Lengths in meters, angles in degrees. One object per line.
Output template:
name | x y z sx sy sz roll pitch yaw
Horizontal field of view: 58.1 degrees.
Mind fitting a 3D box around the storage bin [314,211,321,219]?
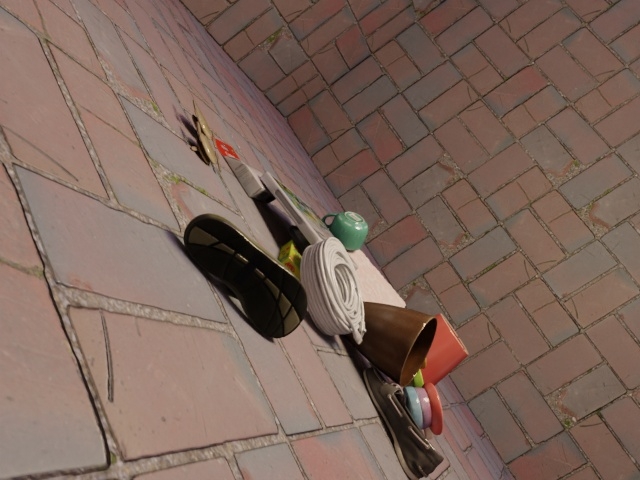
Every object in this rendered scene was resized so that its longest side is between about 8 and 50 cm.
storage bin | 0.000 0.000 2.093 0.180 0.084 0.122 53 9 -20

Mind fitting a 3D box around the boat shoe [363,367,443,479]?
boat shoe | 0.215 0.457 1.502 0.112 0.095 0.335 47 12 -43

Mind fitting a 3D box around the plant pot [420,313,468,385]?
plant pot | 0.435 0.436 2.293 0.275 0.243 0.275 54 9 -13

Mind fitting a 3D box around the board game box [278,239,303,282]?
board game box | -0.071 0.067 1.586 0.092 0.043 0.181 53 9 -12

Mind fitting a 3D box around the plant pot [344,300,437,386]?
plant pot | 0.183 0.268 1.651 0.230 0.215 0.215 25 -6 27

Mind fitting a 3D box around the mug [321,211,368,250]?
mug | 0.088 -0.044 1.998 0.157 0.097 0.129 16 27 -14

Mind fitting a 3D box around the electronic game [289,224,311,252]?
electronic game | -0.015 0.044 1.731 0.229 0.048 0.229 49 5 -6

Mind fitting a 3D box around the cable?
cable | 0.033 0.124 1.531 0.257 0.089 0.257 55 28 -39

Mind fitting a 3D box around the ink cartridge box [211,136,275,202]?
ink cartridge box | -0.232 -0.230 1.798 0.232 0.066 0.189 61 10 8

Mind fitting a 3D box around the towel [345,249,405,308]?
towel | 0.140 0.176 1.950 0.332 0.053 0.317 49 29 -4

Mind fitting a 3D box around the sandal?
sandal | -0.131 0.059 1.079 0.303 0.120 0.086 51 -4 -23

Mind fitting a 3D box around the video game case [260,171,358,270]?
video game case | -0.029 -0.050 1.803 0.300 0.036 0.329 52 8 28

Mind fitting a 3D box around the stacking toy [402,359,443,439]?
stacking toy | 0.267 0.468 1.786 0.280 0.130 0.309 87 -7 -52

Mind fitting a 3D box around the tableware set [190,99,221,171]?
tableware set | -0.320 -0.274 1.542 0.128 0.039 0.194 63 6 -48
